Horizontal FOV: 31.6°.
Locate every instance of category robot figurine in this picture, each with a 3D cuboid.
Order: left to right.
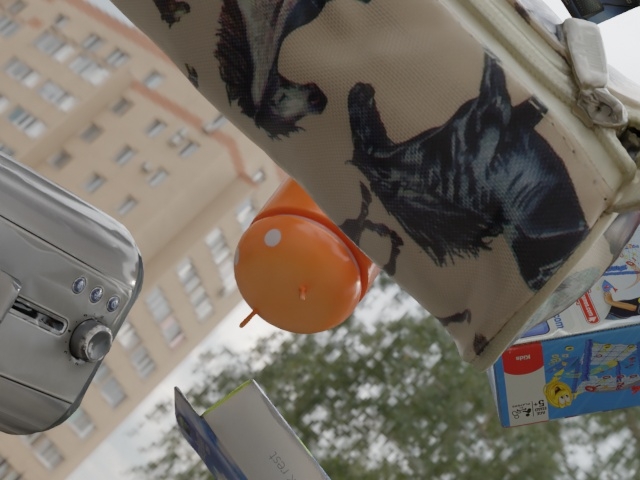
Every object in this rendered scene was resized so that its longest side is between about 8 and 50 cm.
[{"bbox_3d":[0.001,-0.001,1.061,0.158,0.219,0.128,17,-47,17],"label":"robot figurine"}]

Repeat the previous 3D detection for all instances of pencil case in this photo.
[{"bbox_3d":[0.001,-0.134,0.567,0.410,0.160,0.183,46,-39,6],"label":"pencil case"}]

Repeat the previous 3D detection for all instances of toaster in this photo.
[{"bbox_3d":[-0.210,-0.002,0.553,0.227,0.129,0.146,24,-10,28],"label":"toaster"}]

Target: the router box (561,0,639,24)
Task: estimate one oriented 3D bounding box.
[{"bbox_3d":[0.241,-0.257,1.022,0.122,0.038,0.092,54,-21,-8],"label":"router box"}]

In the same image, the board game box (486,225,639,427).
[{"bbox_3d":[0.280,0.015,1.016,0.308,0.301,0.086,-94,173,-58],"label":"board game box"}]

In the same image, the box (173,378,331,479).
[{"bbox_3d":[-0.016,0.156,0.644,0.178,0.042,0.109,52,-19,14],"label":"box"}]
